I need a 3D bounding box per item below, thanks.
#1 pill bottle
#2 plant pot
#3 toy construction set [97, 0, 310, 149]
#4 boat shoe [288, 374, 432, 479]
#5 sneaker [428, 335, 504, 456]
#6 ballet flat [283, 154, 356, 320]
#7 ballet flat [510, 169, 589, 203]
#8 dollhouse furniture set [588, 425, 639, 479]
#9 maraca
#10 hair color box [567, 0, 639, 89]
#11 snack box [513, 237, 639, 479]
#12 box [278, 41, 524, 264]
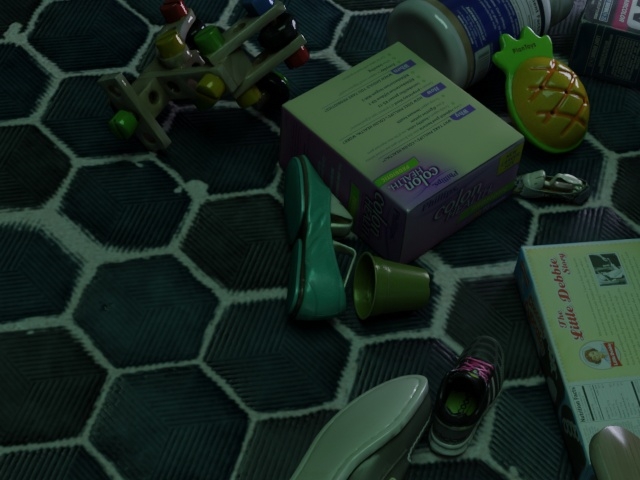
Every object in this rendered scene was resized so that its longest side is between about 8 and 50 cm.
[{"bbox_3d":[0.236,-0.322,1.877,0.265,0.153,0.153,-32,59,-29],"label":"pill bottle"},{"bbox_3d":[0.090,0.057,1.596,0.079,0.083,0.083,3,48,-18],"label":"plant pot"},{"bbox_3d":[-0.175,-0.247,1.702,0.257,0.309,0.237,26,57,27],"label":"toy construction set"},{"bbox_3d":[0.034,0.263,1.400,0.109,0.091,0.305,-10,26,46],"label":"boat shoe"},{"bbox_3d":[0.175,0.167,1.502,0.063,0.074,0.170,22,51,14],"label":"sneaker"},{"bbox_3d":[0.000,0.000,1.637,0.087,0.083,0.247,10,51,-15],"label":"ballet flat"},{"bbox_3d":[0.308,-0.077,1.746,0.114,0.041,0.041,8,49,3],"label":"ballet flat"},{"bbox_3d":[0.275,0.302,1.225,0.394,0.362,0.256,14,44,-30],"label":"dollhouse furniture set"},{"bbox_3d":[0.306,-0.208,1.798,0.127,0.099,0.185,-22,86,-31],"label":"maraca"},{"bbox_3d":[0.558,-0.295,1.911,0.347,0.105,0.174,16,50,9],"label":"hair color box"},{"bbox_3d":[0.361,0.137,1.552,0.187,0.060,0.322,-3,50,-8],"label":"snack box"},{"bbox_3d":[0.103,-0.117,1.714,0.213,0.117,0.243,-32,58,-28],"label":"box"}]
